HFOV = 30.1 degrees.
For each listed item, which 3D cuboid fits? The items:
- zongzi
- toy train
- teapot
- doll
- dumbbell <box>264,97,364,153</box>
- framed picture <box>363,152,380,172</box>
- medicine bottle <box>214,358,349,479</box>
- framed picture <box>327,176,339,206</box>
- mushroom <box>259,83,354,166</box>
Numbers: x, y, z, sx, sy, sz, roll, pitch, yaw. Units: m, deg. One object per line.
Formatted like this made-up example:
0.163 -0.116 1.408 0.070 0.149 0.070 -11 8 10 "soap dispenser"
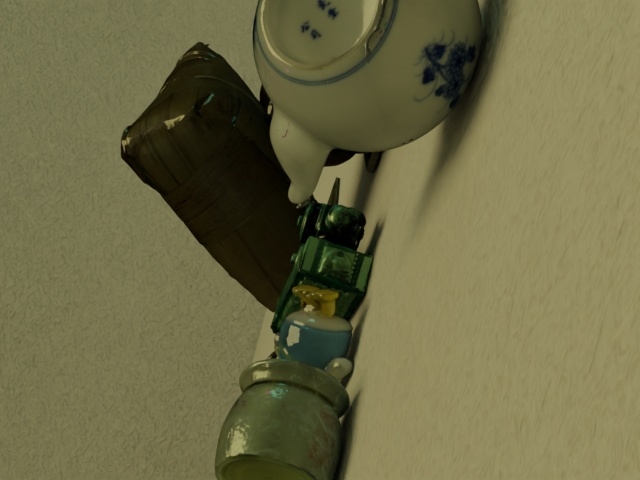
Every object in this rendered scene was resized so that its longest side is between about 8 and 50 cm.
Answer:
-0.095 -0.105 2.086 0.218 0.500 0.467 -30 19 23 "zongzi"
0.000 0.046 1.738 0.269 0.115 0.154 118 170 -62 "toy train"
0.066 -0.219 1.324 0.424 0.252 0.280 -54 -29 10 "teapot"
-0.019 0.182 1.585 0.099 0.135 0.241 27 -103 -71 "doll"
0.032 -0.299 1.911 0.185 0.185 0.388 140 147 -81 "dumbbell"
0.116 -0.245 1.956 0.184 0.016 0.249 -88 15 -73 "framed picture"
-0.045 0.233 1.435 0.147 0.147 0.143 113 173 -52 "medicine bottle"
0.000 0.000 2.476 0.173 0.010 0.231 -84 11 -63 "framed picture"
0.007 -0.281 2.116 0.195 0.263 0.283 25 89 42 "mushroom"
